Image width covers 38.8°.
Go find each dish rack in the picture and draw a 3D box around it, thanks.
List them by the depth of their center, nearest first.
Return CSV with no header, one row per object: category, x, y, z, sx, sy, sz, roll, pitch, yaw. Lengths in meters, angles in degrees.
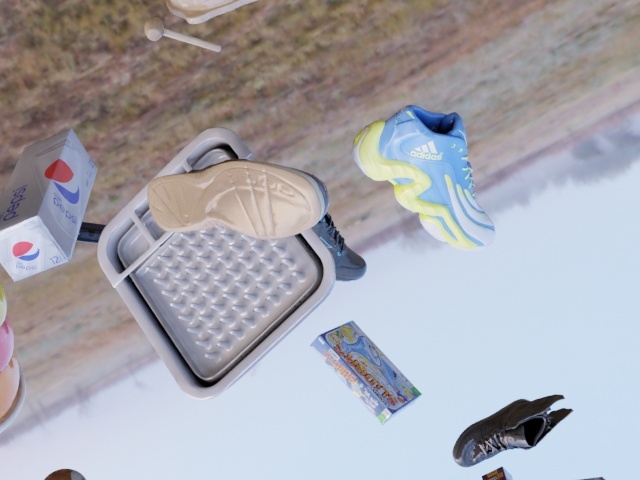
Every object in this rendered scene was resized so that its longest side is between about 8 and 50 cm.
dish rack,-0.145,0.033,1.301,0.285,0.333,0.072,-43,152,8

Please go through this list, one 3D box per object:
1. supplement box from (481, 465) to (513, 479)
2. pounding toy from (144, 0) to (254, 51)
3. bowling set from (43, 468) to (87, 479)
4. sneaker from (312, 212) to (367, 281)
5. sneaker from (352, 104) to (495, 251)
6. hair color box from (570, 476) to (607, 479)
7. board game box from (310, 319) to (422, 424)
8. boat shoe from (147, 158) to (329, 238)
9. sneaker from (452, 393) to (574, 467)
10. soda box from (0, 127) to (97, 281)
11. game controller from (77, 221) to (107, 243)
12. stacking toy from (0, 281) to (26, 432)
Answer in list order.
supplement box,0.380,0.529,1.918,0.055,0.043,0.083,-33,-147,17
pounding toy,-0.223,-0.473,1.781,0.270,0.154,0.154,-22,-137,-3
bowling set,-0.248,0.357,0.950,0.287,0.154,0.199,-43,149,-76
sneaker,0.000,0.000,1.941,0.106,0.267,0.101,-49,-154,28
sneaker,0.160,-0.081,1.144,0.126,0.240,0.091,-41,-151,33
hair color box,0.400,0.570,1.750,0.347,0.173,0.105,-5,-178,-2
board game box,0.087,0.246,1.725,0.035,0.201,0.136,-52,163,26
boat shoe,-0.099,-0.061,1.159,0.285,0.102,0.092,-3,-160,39
sneaker,0.266,0.268,1.273,0.170,0.051,0.089,-34,-172,-5
soda box,-0.432,-0.064,1.430,0.098,0.091,0.286,-20,-148,10
game controller,-0.632,-0.013,2.515,0.319,0.067,0.166,8,174,-31
stacking toy,-0.725,0.150,1.792,0.351,0.351,0.479,-33,154,-53
